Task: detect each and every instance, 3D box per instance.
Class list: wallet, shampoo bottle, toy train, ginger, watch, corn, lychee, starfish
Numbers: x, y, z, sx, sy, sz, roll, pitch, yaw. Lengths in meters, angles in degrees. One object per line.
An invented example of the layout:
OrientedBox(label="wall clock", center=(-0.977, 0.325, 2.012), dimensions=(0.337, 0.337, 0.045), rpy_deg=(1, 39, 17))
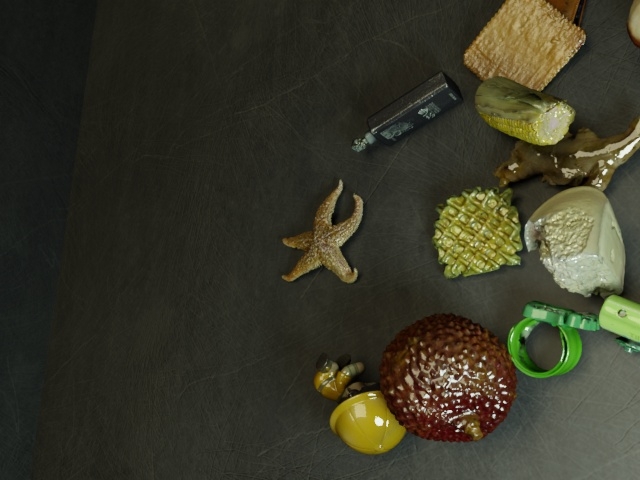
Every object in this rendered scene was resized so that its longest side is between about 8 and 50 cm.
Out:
OrientedBox(label="wallet", center=(0.555, -0.562, 1.652), dimensions=(0.161, 0.042, 0.195), rpy_deg=(12, 81, 37))
OrientedBox(label="shampoo bottle", center=(0.213, -0.323, 1.795), dimensions=(0.310, 0.098, 0.071), rpy_deg=(-29, 62, 28))
OrientedBox(label="toy train", center=(0.628, 0.174, 1.243), dimensions=(0.253, 0.157, 0.105), rpy_deg=(25, 89, 41))
OrientedBox(label="ginger", center=(0.538, -0.176, 1.500), dimensions=(0.333, 0.080, 0.166), rpy_deg=(4, 89, 38))
OrientedBox(label="watch", center=(0.467, 0.206, 1.389), dimensions=(0.165, 0.131, 0.152), rpy_deg=(16, 95, 40))
OrientedBox(label="corn", center=(0.445, -0.293, 1.519), dimensions=(0.122, 0.123, 0.305), rpy_deg=(-34, 27, -2))
OrientedBox(label="lychee", center=(0.262, 0.283, 1.419), dimensions=(0.276, 0.276, 0.304), rpy_deg=(-45, 34, 17))
OrientedBox(label="starfish", center=(-0.003, -0.001, 1.875), dimensions=(0.302, 0.060, 0.299), rpy_deg=(-26, 62, 30))

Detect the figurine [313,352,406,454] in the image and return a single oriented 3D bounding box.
OrientedBox(label="figurine", center=(0.087, 0.382, 1.584), dimensions=(0.167, 0.192, 0.257), rpy_deg=(-52, 43, -5))

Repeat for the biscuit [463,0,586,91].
OrientedBox(label="biscuit", center=(0.480, -0.461, 1.647), dimensions=(0.237, 0.013, 0.232), rpy_deg=(-51, 61, 27))

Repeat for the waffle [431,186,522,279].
OrientedBox(label="waffle", center=(0.359, -0.022, 1.596), dimensions=(0.223, 0.054, 0.203), rpy_deg=(-15, 76, 34))

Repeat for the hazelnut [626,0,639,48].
OrientedBox(label="hazelnut", center=(0.746, -0.450, 1.357), dimensions=(0.261, 0.241, 0.261), rpy_deg=(1, 93, 16))

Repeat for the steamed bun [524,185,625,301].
OrientedBox(label="steamed bun", center=(0.505, 0.023, 1.362), dimensions=(0.170, 0.225, 0.200), rpy_deg=(-9, 51, 33))
